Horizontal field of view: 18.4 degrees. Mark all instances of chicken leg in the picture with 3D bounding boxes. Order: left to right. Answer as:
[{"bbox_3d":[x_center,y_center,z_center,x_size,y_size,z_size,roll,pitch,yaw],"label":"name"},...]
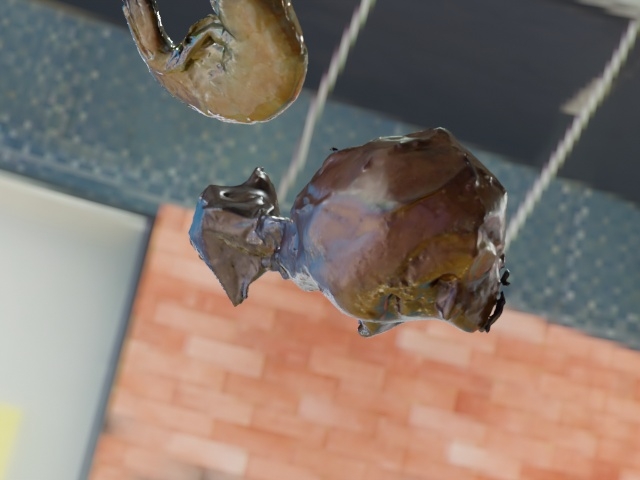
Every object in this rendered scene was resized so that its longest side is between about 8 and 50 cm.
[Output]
[{"bbox_3d":[0.000,0.000,1.134,0.093,0.113,0.304,11,-8,-29],"label":"chicken leg"}]

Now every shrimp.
[{"bbox_3d":[-0.105,-0.225,1.560,0.169,0.058,0.296,1,-60,31],"label":"shrimp"}]
